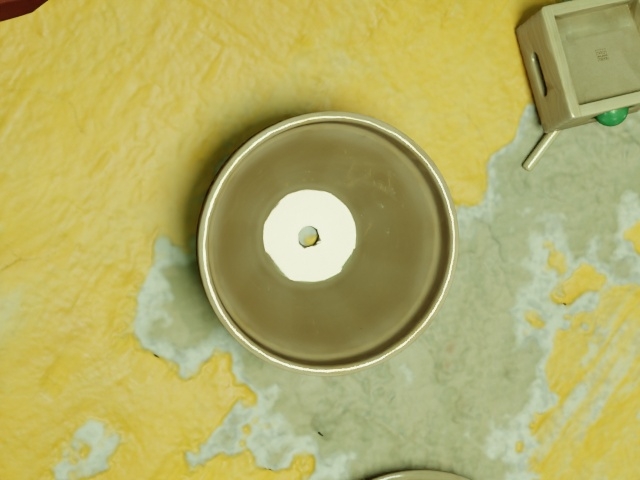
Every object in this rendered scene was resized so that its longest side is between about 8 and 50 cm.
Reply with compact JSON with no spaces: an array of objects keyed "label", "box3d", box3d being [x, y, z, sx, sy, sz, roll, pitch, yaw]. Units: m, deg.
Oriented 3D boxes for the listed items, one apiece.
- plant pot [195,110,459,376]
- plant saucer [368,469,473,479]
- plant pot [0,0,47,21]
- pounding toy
[{"label":"plant pot","box3d":[0.000,0.000,1.038,0.238,0.110,0.237,-1,95,-11]},{"label":"plant saucer","box3d":[0.089,0.361,1.121,0.278,0.041,0.277,-1,95,-13]},{"label":"plant pot","box3d":[-0.333,-0.283,0.880,0.236,0.267,0.267,-4,95,-23]},{"label":"pounding toy","box3d":[0.257,-0.156,1.100,0.130,0.100,0.141,-14,86,-12]}]
